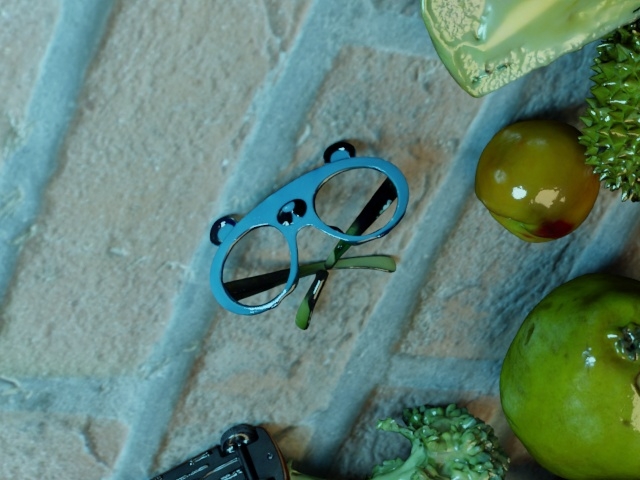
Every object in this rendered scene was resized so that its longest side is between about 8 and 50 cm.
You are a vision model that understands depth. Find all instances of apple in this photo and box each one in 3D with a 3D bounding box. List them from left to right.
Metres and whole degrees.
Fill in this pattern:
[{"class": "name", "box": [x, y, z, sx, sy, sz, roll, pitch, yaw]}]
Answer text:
[{"class": "apple", "box": [0.208, -0.278, 1.543, 0.265, 0.120, 0.193, -28, 121, -4]}]

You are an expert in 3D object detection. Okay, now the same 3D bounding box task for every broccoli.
[{"class": "broccoli", "box": [0.089, 0.394, 1.960, 0.317, 0.277, 0.339, -6, 124, 5]}]

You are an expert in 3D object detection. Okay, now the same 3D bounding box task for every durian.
[{"class": "durian", "box": [0.407, -0.148, 1.654, 0.293, 0.258, 0.258, -3, 131, -47]}]

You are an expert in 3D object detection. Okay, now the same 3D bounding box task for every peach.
[{"class": "peach", "box": [0.243, -0.067, 1.730, 0.138, 0.138, 0.138, -13, 132, -15]}]

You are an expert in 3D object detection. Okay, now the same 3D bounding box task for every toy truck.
[{"class": "toy truck", "box": [-0.150, 0.330, 1.895, 0.252, 0.107, 0.114, -26, 135, 0]}]

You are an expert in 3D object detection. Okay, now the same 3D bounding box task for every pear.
[{"class": "pear", "box": [0.350, 0.172, 1.900, 0.269, 0.269, 0.321, -25, 152, -3]}]

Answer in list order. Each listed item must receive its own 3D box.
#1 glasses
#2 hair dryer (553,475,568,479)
[{"class": "glasses", "box": [0.013, 0.023, 1.713, 0.239, 0.102, 0.207, -35, 133, 6]}, {"class": "hair dryer", "box": [0.265, 0.442, 2.161, 0.303, 0.120, 0.359, -16, 156, -52]}]
